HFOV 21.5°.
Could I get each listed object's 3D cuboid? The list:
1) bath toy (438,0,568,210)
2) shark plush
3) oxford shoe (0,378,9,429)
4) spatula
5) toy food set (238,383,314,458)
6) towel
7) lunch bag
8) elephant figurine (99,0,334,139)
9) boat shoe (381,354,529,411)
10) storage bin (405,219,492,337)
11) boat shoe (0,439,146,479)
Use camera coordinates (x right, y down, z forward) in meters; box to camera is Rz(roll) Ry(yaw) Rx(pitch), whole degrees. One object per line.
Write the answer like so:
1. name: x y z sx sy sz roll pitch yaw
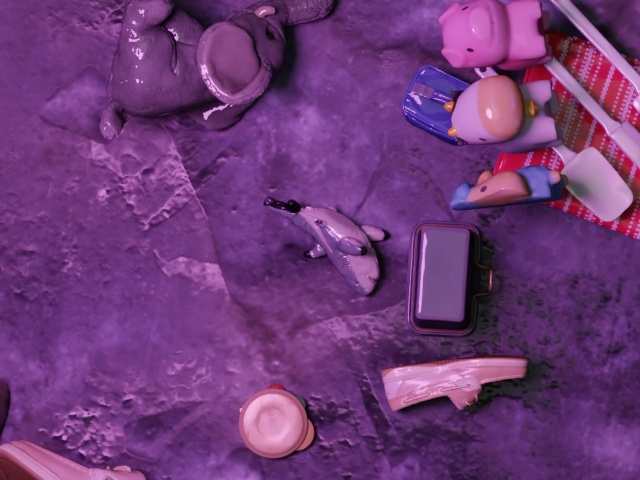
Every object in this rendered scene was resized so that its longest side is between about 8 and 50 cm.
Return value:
1. bath toy: 0.189 -0.208 1.866 0.129 0.151 0.348 -7 78 16
2. shark plush: 0.000 0.000 1.948 0.161 0.073 0.067 27 118 2
3. oxford shoe: -0.442 0.244 1.956 0.076 0.076 0.212 21 73 46
4. spatula: 0.301 -0.158 1.922 0.168 0.019 0.242 -43 84 1
5. toy food set: -0.053 0.210 1.947 0.083 0.020 0.082 -22 83 3
6. towel: 0.352 -0.112 1.940 0.275 0.031 0.199 20 87 6
7. lunch bag: 0.144 -0.153 1.942 0.098 0.065 0.067 26 87 7
8. elephant figurine: -0.115 -0.207 1.935 0.239 0.169 0.186 12 115 -10
9. boat shoe: 0.156 0.164 1.917 0.170 0.063 0.059 -8 87 13
10. storage bin: 0.146 0.042 1.912 0.098 0.091 0.135 4 86 5
11. boat shoe: -0.237 0.312 1.922 0.302 0.109 0.098 31 48 7
